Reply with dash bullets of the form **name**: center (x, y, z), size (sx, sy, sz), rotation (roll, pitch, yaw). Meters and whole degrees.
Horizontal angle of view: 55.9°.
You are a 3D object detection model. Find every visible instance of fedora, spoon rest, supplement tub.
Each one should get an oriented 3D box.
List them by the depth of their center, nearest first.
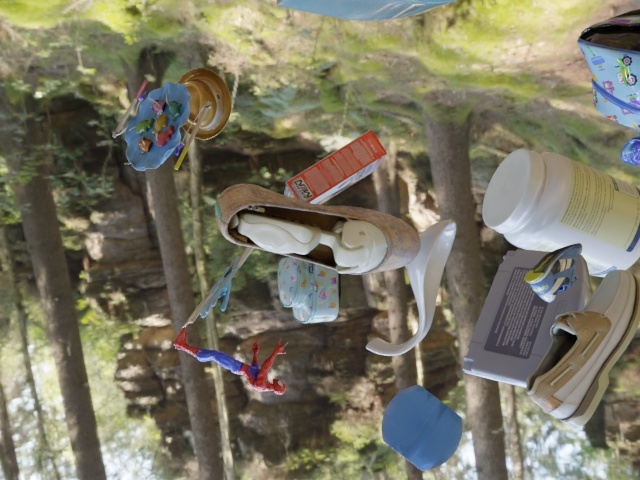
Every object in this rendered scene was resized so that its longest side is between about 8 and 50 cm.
- **spoon rest**: center (0.176, 0.089, 1.063), size (0.084, 0.276, 0.137), rotation (30, -162, 21)
- **supplement tub**: center (0.580, -0.068, 1.430), size (0.325, 0.235, 0.235), rotation (20, 180, -11)
- **fedora**: center (-0.334, -0.370, 1.627), size (0.195, 0.194, 0.079), rotation (-6, -173, 22)

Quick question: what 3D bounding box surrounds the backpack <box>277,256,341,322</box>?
- **backpack**: center (-0.026, 0.117, 1.517), size (0.145, 0.188, 0.166), rotation (-7, 177, -26)

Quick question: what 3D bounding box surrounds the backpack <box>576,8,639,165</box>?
- **backpack**: center (0.293, -0.122, 0.472), size (0.158, 0.116, 0.173), rotation (-22, -146, -26)

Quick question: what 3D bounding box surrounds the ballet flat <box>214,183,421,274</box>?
- **ballet flat**: center (0.000, 0.000, 0.874), size (0.316, 0.107, 0.106), rotation (11, -159, -7)

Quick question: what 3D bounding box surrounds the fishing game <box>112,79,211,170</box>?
- **fishing game**: center (-0.318, -0.221, 1.143), size (0.264, 0.189, 0.041), rotation (32, -177, 42)

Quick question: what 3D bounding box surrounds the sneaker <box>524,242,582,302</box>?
- **sneaker**: center (0.411, 0.053, 1.042), size (0.144, 0.059, 0.053), rotation (-34, 180, -29)

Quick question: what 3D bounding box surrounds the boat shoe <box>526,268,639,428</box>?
- **boat shoe**: center (0.464, 0.168, 1.055), size (0.103, 0.302, 0.113), rotation (31, 162, 3)

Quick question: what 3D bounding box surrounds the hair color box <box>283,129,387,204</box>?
- **hair color box**: center (0.022, -0.108, 1.002), size (0.167, 0.053, 0.093), rotation (-32, 175, -9)

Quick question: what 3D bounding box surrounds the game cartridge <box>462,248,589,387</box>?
- **game cartridge**: center (0.424, 0.154, 1.216), size (0.196, 0.294, 0.060), rotation (3, 148, 48)

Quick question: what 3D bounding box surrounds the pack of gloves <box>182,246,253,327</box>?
- **pack of gloves**: center (-0.230, 0.116, 1.475), size (0.232, 0.046, 0.195), rotation (-57, -169, -31)

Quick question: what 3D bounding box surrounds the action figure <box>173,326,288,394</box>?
- **action figure**: center (-0.192, 0.263, 1.439), size (0.281, 0.139, 0.091), rotation (30, 163, 1)

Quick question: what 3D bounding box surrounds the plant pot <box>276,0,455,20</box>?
- **plant pot**: center (0.102, -0.477, 0.959), size (0.253, 0.246, 0.248), rotation (11, -173, -20)

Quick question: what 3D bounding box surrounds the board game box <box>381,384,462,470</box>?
- **board game box**: center (0.200, 0.377, 1.220), size (0.133, 0.169, 0.033), rotation (-53, -176, -9)
